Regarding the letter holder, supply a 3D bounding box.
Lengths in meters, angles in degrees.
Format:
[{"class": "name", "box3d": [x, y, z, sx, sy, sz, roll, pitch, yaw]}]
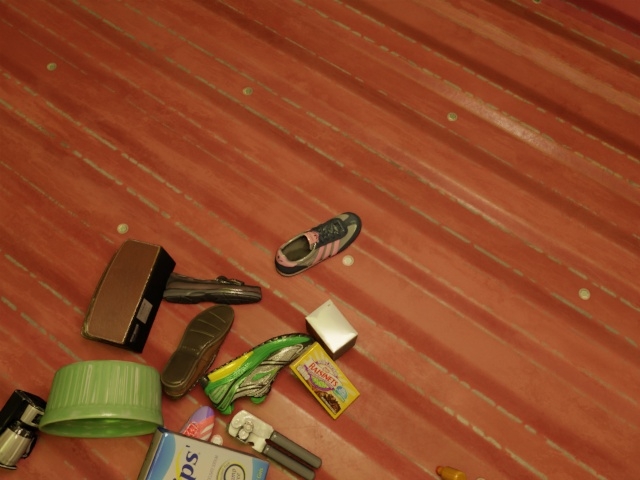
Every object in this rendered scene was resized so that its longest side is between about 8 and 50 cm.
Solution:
[{"class": "letter holder", "box3d": [-0.602, 0.154, 1.594, 0.215, 0.152, 0.301, 13, 69, 7]}]

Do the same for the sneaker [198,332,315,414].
[{"class": "sneaker", "box3d": [-0.163, 0.375, 1.534, 0.344, 0.134, 0.146, -29, 82, -5]}]

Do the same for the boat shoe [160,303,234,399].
[{"class": "boat shoe", "box3d": [-0.356, 0.320, 1.556, 0.111, 0.104, 0.307, 23, 50, 18]}]

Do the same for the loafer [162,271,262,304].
[{"class": "loafer", "box3d": [-0.327, 0.138, 1.627, 0.303, 0.109, 0.095, 0, 64, 3]}]

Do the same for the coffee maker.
[{"class": "coffee maker", "box3d": [-0.854, 0.508, 1.470, 0.171, 0.120, 0.178, 27, 70, 11]}]

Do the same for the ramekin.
[{"class": "ramekin", "box3d": [-0.568, 0.424, 1.415, 0.304, 0.303, 0.148, -4, 62, -1]}]

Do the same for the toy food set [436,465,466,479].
[{"class": "toy food set", "box3d": [0.351, 0.730, 1.415, 0.111, 0.104, 0.232, -18, 87, -21]}]

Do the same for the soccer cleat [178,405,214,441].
[{"class": "soccer cleat", "box3d": [-0.376, 0.557, 1.442, 0.083, 0.095, 0.248, 25, 66, 26]}]

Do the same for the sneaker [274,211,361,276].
[{"class": "sneaker", "box3d": [0.000, 0.000, 1.663, 0.319, 0.131, 0.112, -35, 72, -13]}]

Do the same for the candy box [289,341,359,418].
[{"class": "candy box", "box3d": [0.013, 0.398, 1.515, 0.105, 0.027, 0.206, -42, 103, -17]}]

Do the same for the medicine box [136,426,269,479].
[{"class": "medicine box", "box3d": [-0.314, 0.640, 1.326, 0.289, 0.149, 0.263, 24, 68, -18]}]

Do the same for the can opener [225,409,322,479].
[{"class": "can opener", "box3d": [-0.128, 0.563, 1.475, 0.280, 0.093, 0.074, 30, 73, 2]}]

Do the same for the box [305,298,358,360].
[{"class": "box", "box3d": [0.030, 0.264, 1.539, 0.091, 0.170, 0.130, -36, 72, -13]}]
